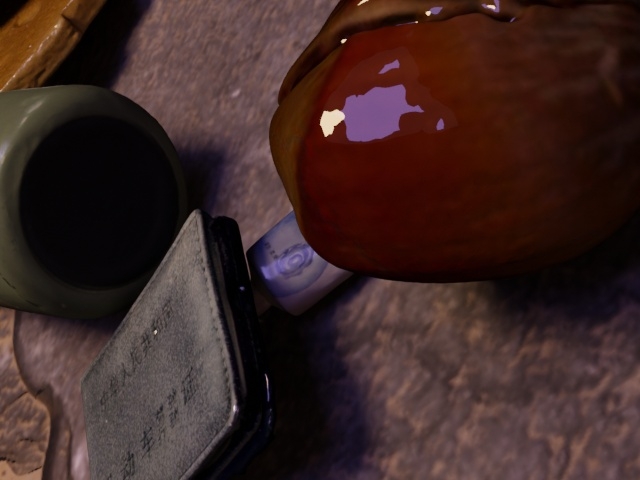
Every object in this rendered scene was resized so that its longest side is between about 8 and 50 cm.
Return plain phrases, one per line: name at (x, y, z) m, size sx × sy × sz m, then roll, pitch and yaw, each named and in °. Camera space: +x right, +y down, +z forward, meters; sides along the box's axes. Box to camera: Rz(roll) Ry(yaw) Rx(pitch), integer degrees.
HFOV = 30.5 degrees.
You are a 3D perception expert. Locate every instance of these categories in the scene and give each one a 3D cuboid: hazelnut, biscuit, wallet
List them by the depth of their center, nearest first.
hazelnut at (0.082, -0.077, 0.623) m, size 0.181 × 0.181 × 0.212 m, roll -38°, pitch 35°, yaw 48°
wallet at (-0.101, 0.101, 0.758) m, size 0.222 × 0.036 × 0.167 m, roll -49°, pitch 42°, yaw 38°
biscuit at (-0.239, -0.195, 1.041) m, size 0.212 × 0.041 × 0.239 m, roll -23°, pitch 41°, yaw 34°

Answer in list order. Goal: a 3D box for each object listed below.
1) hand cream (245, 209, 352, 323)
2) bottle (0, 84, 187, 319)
hand cream at (0.000, 0.000, 0.754) m, size 0.142 × 0.053 × 0.084 m, roll -41°, pitch 47°, yaw 5°
bottle at (-0.267, -0.033, 0.926) m, size 0.347 × 0.168 × 0.169 m, roll 4°, pitch 72°, yaw 46°
